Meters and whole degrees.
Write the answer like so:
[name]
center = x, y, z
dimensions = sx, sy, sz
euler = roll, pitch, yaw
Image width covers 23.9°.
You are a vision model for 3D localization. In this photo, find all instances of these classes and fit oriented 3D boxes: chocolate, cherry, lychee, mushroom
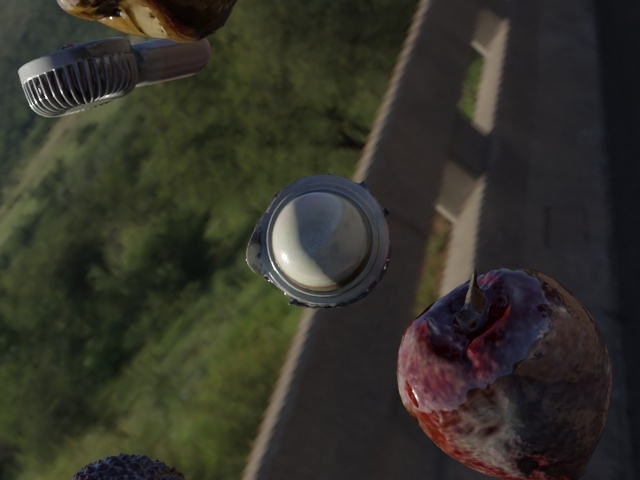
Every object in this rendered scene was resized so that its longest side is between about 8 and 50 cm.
[chocolate]
center = -0.008, -0.003, 2.183
dimensions = 0.221, 0.221, 0.147
euler = -50, -12, 4
[cherry]
center = 0.212, 0.156, 1.694
dimensions = 0.230, 0.300, 0.203
euler = -29, 25, 11
[lychee]
center = -0.248, 0.348, 1.867
dimensions = 0.188, 0.188, 0.188
euler = -49, 10, 11
[mushroom]
center = -0.187, -0.263, 1.329
dimensions = 0.153, 0.253, 0.253
euler = -65, 10, -2

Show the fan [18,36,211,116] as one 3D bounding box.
[fan]
center = -0.231, -0.201, 1.742
dimensions = 0.244, 0.074, 0.130
euler = -19, 2, -42
